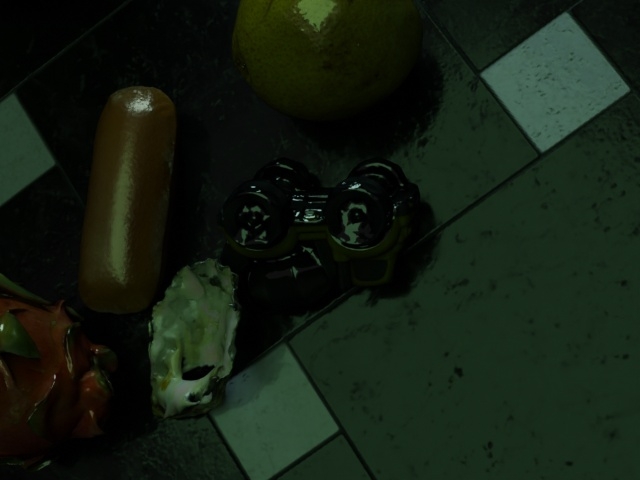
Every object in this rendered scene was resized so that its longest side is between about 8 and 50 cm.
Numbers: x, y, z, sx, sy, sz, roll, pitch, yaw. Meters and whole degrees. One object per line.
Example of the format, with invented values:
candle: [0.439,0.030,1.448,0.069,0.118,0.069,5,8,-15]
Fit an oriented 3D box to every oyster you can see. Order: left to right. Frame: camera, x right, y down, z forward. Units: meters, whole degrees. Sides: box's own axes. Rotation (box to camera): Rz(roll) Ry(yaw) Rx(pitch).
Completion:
oyster: [-0.131,0.119,1.124,0.133,0.072,0.209,13,99,36]

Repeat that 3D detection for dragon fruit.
dragon fruit: [-0.355,0.150,1.128,0.224,0.227,0.224,-23,59,46]

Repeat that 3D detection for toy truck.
toy truck: [0.000,0.000,1.109,0.224,0.147,0.165,-1,107,14]

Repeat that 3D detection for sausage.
sausage: [-0.225,-0.048,1.185,0.105,0.105,0.274,3,81,15]

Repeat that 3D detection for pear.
pear: [0.000,-0.230,1.109,0.209,0.209,0.208,-3,80,14]
